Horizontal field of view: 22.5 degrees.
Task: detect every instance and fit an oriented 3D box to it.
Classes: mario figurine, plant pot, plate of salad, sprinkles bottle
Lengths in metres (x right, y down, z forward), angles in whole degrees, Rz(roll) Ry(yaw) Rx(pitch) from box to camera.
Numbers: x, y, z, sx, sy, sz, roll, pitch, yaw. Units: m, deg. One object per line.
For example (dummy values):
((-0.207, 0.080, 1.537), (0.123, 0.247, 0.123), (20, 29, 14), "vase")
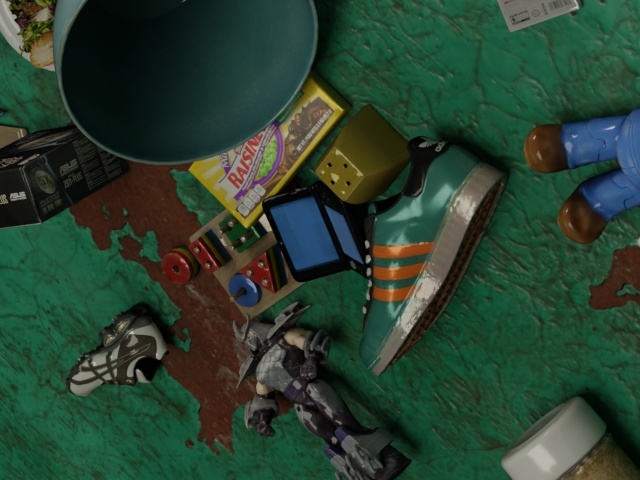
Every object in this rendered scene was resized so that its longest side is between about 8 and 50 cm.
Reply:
((0.333, -0.090, 1.556), (0.198, 0.170, 0.320), (32, 147, -27), "mario figurine")
((-0.170, -0.258, 1.791), (0.195, 0.290, 0.290), (-118, 36, -44), "plant pot")
((-0.354, -0.304, 2.014), (0.200, 0.048, 0.200), (17, 122, 29), "plate of salad")
((0.042, -0.089, 1.823), (0.081, 0.083, 0.081), (44, 130, 7), "plant pot")
((0.358, 0.345, 1.800), (0.355, 0.121, 0.121), (50, 131, 3), "sprinkles bottle")

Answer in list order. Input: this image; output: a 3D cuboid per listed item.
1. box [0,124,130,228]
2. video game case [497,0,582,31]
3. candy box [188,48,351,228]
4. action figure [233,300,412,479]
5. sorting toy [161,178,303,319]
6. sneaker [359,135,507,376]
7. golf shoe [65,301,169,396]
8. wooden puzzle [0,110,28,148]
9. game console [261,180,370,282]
((-0.360, -0.082, 2.044), (0.147, 0.180, 0.078), (-5, 110, 37), "box")
((0.210, -0.283, 1.652), (0.087, 0.011, 0.122), (-15, 104, 40), "video game case")
((-0.062, -0.119, 1.895), (0.105, 0.027, 0.206), (46, 120, 10), "candy box")
((-0.011, 0.198, 2.004), (0.285, 0.099, 0.185), (46, 140, 12), "action figure")
((-0.090, 0.022, 1.999), (0.274, 0.046, 0.132), (-35, 91, 41), "sorting toy")
((0.099, 0.014, 1.829), (0.121, 0.108, 0.302), (35, 121, 16), "sneaker")
((-0.277, 0.174, 2.189), (0.094, 0.077, 0.198), (47, 132, 5), "golf shoe")
((-0.421, -0.123, 2.178), (0.078, 0.014, 0.116), (14, 121, 24), "wooden puzzle")
((0.000, 0.000, 1.890), (0.107, 0.071, 0.122), (32, 150, 59), "game console")
